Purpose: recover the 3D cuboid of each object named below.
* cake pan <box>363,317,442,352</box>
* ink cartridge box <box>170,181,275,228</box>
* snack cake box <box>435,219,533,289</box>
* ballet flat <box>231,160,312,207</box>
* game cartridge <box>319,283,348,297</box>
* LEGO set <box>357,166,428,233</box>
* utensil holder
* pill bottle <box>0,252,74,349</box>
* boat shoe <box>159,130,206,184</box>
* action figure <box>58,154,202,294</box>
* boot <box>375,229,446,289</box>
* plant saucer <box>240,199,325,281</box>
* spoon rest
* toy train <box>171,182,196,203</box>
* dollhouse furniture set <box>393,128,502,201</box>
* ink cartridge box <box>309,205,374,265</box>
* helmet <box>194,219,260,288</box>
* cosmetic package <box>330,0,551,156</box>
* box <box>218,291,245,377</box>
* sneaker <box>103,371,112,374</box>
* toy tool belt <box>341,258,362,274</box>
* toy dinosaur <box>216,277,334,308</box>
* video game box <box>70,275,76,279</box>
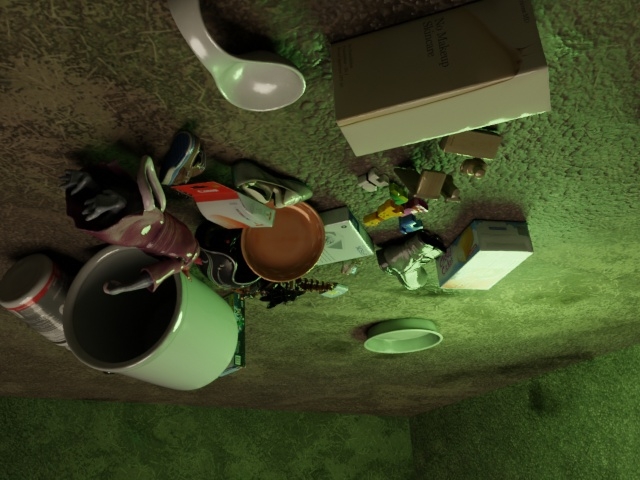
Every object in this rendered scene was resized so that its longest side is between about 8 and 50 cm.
[{"bbox_3d":[0.303,0.354,2.409,0.292,0.054,0.293,-3,154,-1],"label":"cake pan"},{"bbox_3d":[-0.205,-0.070,1.363,0.145,0.045,0.179,-1,165,41],"label":"ink cartridge box"},{"bbox_3d":[0.430,0.044,1.734,0.152,0.089,0.264,1,154,-14],"label":"snack cake box"},{"bbox_3d":[-0.102,-0.103,1.383,0.213,0.068,0.072,20,146,-41],"label":"ballet flat"},{"bbox_3d":[0.043,0.156,2.007,0.056,0.017,0.083,14,150,-40],"label":"game cartridge"},{"bbox_3d":[0.150,-0.069,1.464,0.093,0.087,0.227,-22,148,33],"label":"LEGO set"},{"bbox_3d":[-0.431,0.218,1.730,0.327,0.328,0.385,-9,156,12],"label":"utensil holder"},{"bbox_3d":[-0.691,0.177,1.717,0.161,0.161,0.283,-13,138,19],"label":"pill bottle"},{"bbox_3d":[-0.259,-0.159,1.262,0.066,0.066,0.183,5,164,-27],"label":"boat shoe"},{"bbox_3d":[-0.346,-0.036,1.346,0.275,0.248,0.370,-24,142,19],"label":"action figure"},{"bbox_3d":[0.274,0.056,1.757,0.161,0.084,0.246,-25,149,27],"label":"boot"},{"bbox_3d":[-0.088,-0.004,1.495,0.199,0.200,0.037,7,-170,-20],"label":"plant saucer"},{"bbox_3d":[-0.128,-0.275,1.001,0.137,0.084,0.276,-16,151,26],"label":"spoon rest"},{"bbox_3d":[-0.258,-0.095,1.427,0.036,0.027,0.158,-27,146,34],"label":"toy train"},{"bbox_3d":[0.255,-0.174,1.326,0.144,0.123,0.151,6,118,-20],"label":"dollhouse furniture set"},{"bbox_3d":[0.000,0.000,1.638,0.223,0.045,0.223,-12,154,18],"label":"ink cartridge box"},{"bbox_3d":[-0.215,0.035,1.548,0.169,0.170,0.162,-6,137,7],"label":"helmet"},{"bbox_3d":[0.179,-0.252,1.001,0.309,0.160,0.113,-13,153,17],"label":"cosmetic package"},{"bbox_3d":[-0.293,0.291,1.995,0.044,0.233,0.159,18,148,-38],"label":"box"},{"bbox_3d":[-0.628,0.298,1.946,0.108,0.121,0.302,1,-167,-11],"label":"sneaker"},{"bbox_3d":[0.086,0.073,1.796,0.051,0.052,0.083,7,155,-1],"label":"toy tool belt"},{"bbox_3d":[-0.127,0.101,1.773,0.321,0.165,0.218,-15,174,-19],"label":"toy dinosaur"},{"bbox_3d":[-0.637,0.160,1.871,0.205,0.048,0.187,-7,144,8],"label":"video game box"}]
